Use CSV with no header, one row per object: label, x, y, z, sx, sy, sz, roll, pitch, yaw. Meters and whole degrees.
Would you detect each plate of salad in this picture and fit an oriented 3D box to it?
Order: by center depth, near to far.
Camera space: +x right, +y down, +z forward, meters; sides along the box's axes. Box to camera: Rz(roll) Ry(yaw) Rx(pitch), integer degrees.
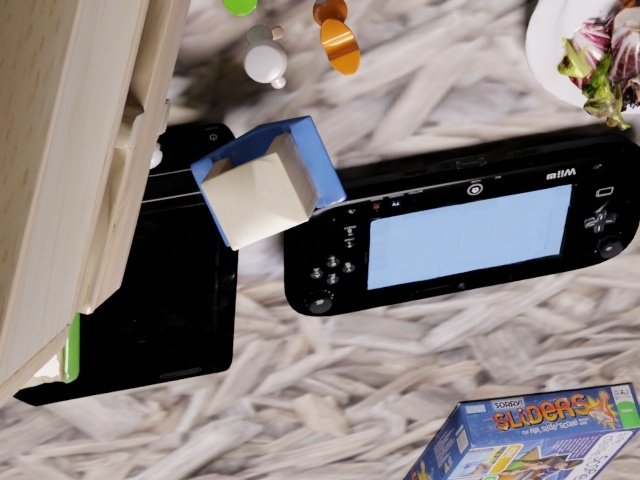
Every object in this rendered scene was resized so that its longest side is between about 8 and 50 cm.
plate of salad,0.194,-0.107,0.881,0.200,0.048,0.200,-12,153,-6

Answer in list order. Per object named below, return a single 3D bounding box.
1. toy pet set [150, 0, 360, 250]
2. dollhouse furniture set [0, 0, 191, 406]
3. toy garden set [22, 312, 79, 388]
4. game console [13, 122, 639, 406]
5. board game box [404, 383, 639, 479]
toy pet set,-0.030,-0.061,0.849,0.122,0.114,0.065,-22,-166,14
dollhouse furniture set,-0.219,-0.094,0.469,0.355,0.174,0.303,15,-173,2
toy garden set,-0.210,-0.009,0.763,0.244,0.049,0.204,-8,120,-23
game console,0.000,0.000,0.991,0.361,0.044,0.213,-11,153,-9
board game box,0.137,0.170,1.393,0.136,0.035,0.201,-4,151,-20
